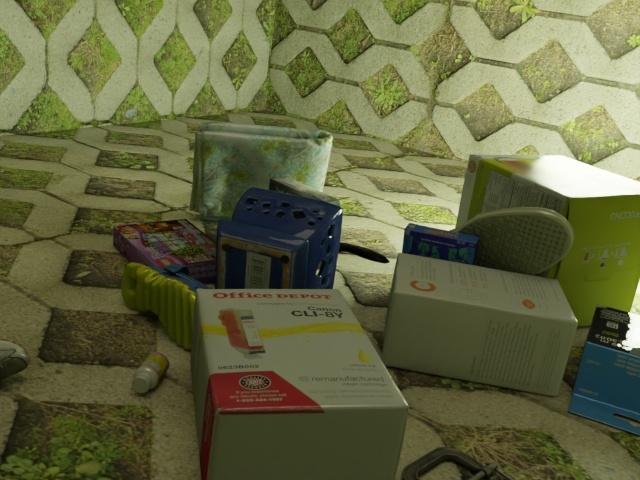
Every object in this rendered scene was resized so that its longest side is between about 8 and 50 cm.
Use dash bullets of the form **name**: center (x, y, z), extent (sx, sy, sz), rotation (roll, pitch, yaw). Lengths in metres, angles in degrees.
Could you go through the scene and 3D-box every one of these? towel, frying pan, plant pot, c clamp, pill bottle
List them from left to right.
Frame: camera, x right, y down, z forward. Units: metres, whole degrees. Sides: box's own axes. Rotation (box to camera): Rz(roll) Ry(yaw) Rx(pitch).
- **pill bottle**: center (-0.294, 0.228, 1.216), extent (0.043, 0.044, 0.083), rotation (10, 20, 7)
- **towel**: center (-0.173, -0.176, 1.975), extent (0.374, 0.321, 0.090), rotation (3, 48, -10)
- **plant pot**: center (-0.102, 0.040, 1.541), extent (0.235, 0.236, 0.212), rotation (14, 26, 16)
- **frying pan**: center (-0.017, 0.008, 1.705), extent (0.326, 0.197, 0.053), rotation (35, 57, -16)
- **c clamp**: center (0.209, 0.358, 1.073), extent (0.160, 0.022, 0.137), rotation (-9, 26, -39)

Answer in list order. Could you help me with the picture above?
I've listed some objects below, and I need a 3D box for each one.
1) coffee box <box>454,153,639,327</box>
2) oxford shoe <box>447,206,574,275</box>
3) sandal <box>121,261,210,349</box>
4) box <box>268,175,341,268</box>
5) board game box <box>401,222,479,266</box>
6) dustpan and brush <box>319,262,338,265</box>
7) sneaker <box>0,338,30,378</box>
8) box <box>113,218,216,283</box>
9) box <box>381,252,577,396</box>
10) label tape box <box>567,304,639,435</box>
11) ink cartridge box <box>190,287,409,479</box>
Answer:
- **coffee box**: center (0.563, -0.007, 1.738), extent (0.337, 0.339, 0.334), rotation (-4, 23, -29)
- **oxford shoe**: center (0.372, 0.019, 1.606), extent (0.130, 0.169, 0.449), rotation (-30, 3, -42)
- **sandal**: center (-0.272, 0.117, 1.427), extent (0.138, 0.126, 0.317), rotation (-6, 25, -42)
- **box**: center (-0.052, -0.051, 1.867), extent (0.056, 0.183, 0.231), rotation (-11, 26, -42)
- **board game box**: center (0.256, 0.079, 1.572), extent (0.160, 0.211, 0.047), rotation (11, 24, 19)
- **dustpan and brush**: center (-0.054, 0.053, 1.757), extent (0.211, 0.060, 0.147), rotation (17, 21, 23)
- **sneaker**: center (-0.560, 0.224, 1.102), extent (0.092, 0.088, 0.225), rotation (42, 34, 24)
- **box**: center (-0.358, 0.027, 1.724), extent (0.200, 0.057, 0.293), rotation (-8, 25, -35)
- **box**: center (0.308, 0.163, 1.433), extent (0.345, 0.169, 0.215), rotation (10, 20, 5)
- **label tape box**: center (0.639, 0.256, 1.388), extent (0.240, 0.106, 0.333), rotation (15, 21, 22)
- **ink cartridge box**: center (-0.059, 0.224, 1.139), extent (0.279, 0.161, 0.385), rotation (2, 21, -15)
